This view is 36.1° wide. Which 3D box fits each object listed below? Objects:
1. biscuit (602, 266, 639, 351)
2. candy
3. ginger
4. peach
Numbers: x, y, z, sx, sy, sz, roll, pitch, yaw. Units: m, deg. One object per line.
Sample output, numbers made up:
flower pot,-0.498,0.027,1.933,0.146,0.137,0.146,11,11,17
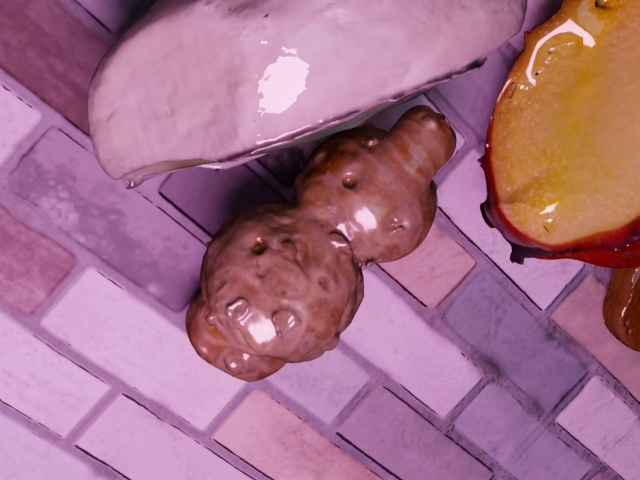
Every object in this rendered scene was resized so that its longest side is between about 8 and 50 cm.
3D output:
biscuit,0.521,-0.015,1.315,0.381,0.074,0.359,-45,116,4
candy,-0.002,-0.183,0.922,0.426,0.386,0.186,-19,91,-31
ginger,0.000,0.000,1.051,0.176,0.256,0.375,43,90,3
peach,0.343,-0.139,1.129,0.201,0.257,0.362,-1,103,-54
